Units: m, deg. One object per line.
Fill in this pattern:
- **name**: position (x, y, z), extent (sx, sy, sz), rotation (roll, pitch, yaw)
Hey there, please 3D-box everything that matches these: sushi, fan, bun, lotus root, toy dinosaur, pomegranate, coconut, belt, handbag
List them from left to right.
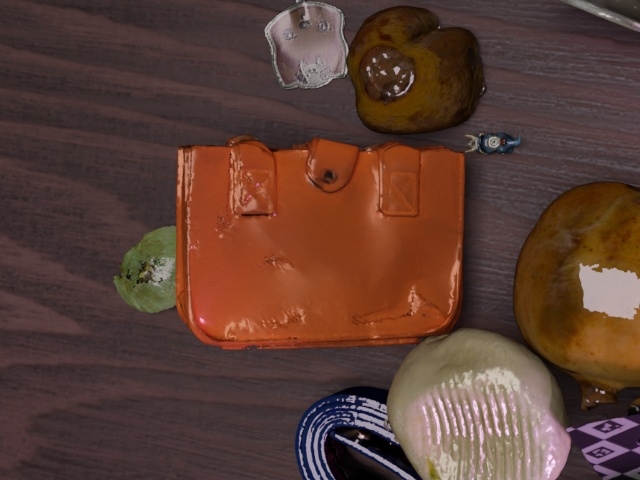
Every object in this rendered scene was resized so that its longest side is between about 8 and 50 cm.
- **coconut**: position (-0.262, 0.052, 1.918), extent (0.133, 0.055, 0.158), rotation (34, 103, 15)
- **fan**: position (-0.026, -0.344, 1.852), extent (0.132, 0.009, 0.220), rotation (-11, 89, 15)
- **handbag**: position (0.000, 0.000, 1.715), extent (0.410, 0.116, 0.303), rotation (0, 94, -11)
- **belt**: position (0.123, 0.360, 1.771), extent (0.347, 0.117, 0.212), rotation (34, 99, 14)
- **lotus root**: position (0.122, -0.252, 1.723), extent (0.188, 0.180, 0.199), rotation (-10, 89, 22)
- **bun**: position (0.221, 0.229, 1.622), extent (0.259, 0.160, 0.259), rotation (8, 114, 19)
- **toy dinosaur**: position (0.255, -0.143, 1.748), extent (0.083, 0.047, 0.030), rotation (0, 90, 19)
- **pomegranate**: position (0.399, 0.060, 1.596), extent (0.307, 0.307, 0.307), rotation (1, 92, 18)
- **sushi**: position (0.497, 0.254, 1.596), extent (0.292, 0.294, 0.059), rotation (-15, 55, 16)

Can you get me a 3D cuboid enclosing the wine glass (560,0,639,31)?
- **wine glass**: position (0.450, -0.441, 1.583), extent (0.238, 0.238, 0.323), rotation (24, 103, 16)
